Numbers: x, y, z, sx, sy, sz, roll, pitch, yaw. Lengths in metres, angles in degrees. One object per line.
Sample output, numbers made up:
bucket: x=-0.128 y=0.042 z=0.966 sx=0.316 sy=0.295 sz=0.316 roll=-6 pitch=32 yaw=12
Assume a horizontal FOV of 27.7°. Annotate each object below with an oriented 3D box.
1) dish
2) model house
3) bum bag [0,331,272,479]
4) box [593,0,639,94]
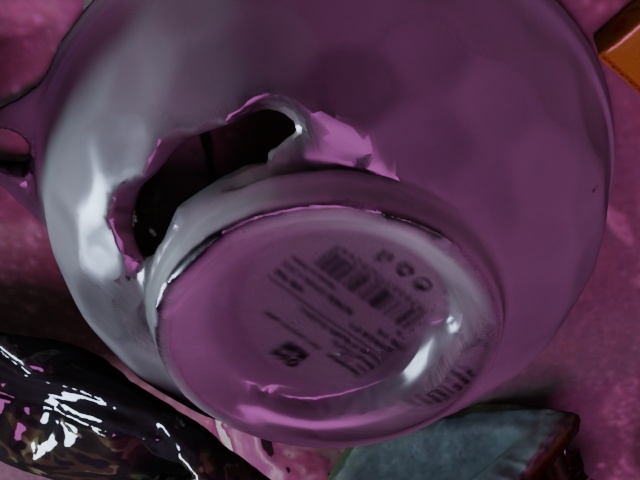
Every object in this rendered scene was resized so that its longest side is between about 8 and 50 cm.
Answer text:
dish: x=0.000 y=0.000 z=0.575 sx=0.303 sy=0.120 sz=0.303 roll=-1 pitch=131 yaw=-1
model house: x=0.083 y=0.177 z=0.732 sx=0.165 sy=0.106 sz=0.152 roll=-14 pitch=127 yaw=17
bum bag: x=-0.133 y=0.084 z=0.645 sx=0.248 sy=0.069 sz=0.102 roll=22 pitch=174 yaw=20
box: x=0.202 y=-0.106 z=0.546 sx=0.087 sy=0.023 sz=0.155 roll=32 pitch=124 yaw=-28
